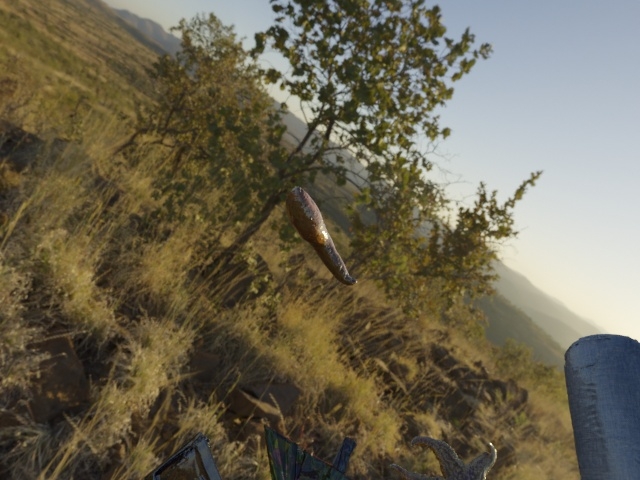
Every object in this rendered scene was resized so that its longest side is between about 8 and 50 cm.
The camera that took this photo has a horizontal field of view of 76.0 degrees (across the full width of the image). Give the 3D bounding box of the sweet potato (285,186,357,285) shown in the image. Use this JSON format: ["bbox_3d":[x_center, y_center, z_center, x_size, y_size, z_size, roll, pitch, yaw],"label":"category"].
[{"bbox_3d":[0.000,0.000,0.677,0.214,0.050,0.050,58,-5,-33],"label":"sweet potato"}]

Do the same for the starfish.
[{"bbox_3d":[0.350,0.663,1.070,0.060,0.299,0.302,103,-24,-70],"label":"starfish"}]

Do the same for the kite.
[{"bbox_3d":[0.009,0.447,0.679,0.321,0.233,0.016,26,-12,14],"label":"kite"}]

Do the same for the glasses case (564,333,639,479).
[{"bbox_3d":[0.385,0.249,0.521,0.067,0.109,0.282,45,43,-30],"label":"glasses case"}]

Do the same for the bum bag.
[{"bbox_3d":[-0.195,0.359,0.595,0.159,0.109,0.026,19,-40,59],"label":"bum bag"}]
